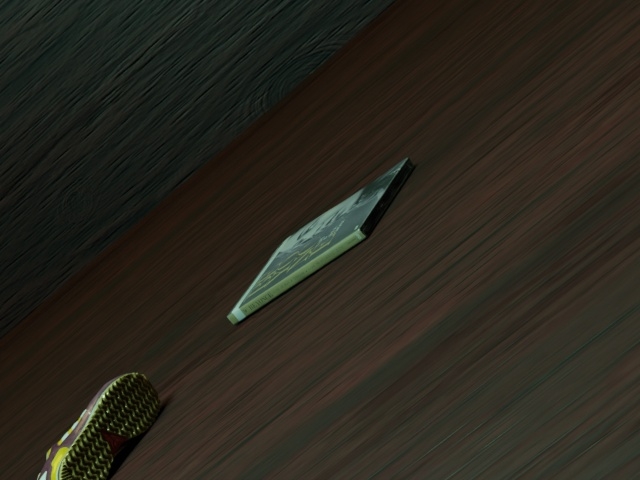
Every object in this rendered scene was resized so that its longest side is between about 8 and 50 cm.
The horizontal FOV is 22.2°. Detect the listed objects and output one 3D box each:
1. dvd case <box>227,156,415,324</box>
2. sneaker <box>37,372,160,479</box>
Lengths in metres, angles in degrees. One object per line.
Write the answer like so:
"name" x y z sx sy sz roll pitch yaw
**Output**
"dvd case" 0.000 0.000 1.838 0.221 0.018 0.164 -34 13 37
"sneaker" -0.242 0.209 1.723 0.084 0.069 0.185 -26 17 40
